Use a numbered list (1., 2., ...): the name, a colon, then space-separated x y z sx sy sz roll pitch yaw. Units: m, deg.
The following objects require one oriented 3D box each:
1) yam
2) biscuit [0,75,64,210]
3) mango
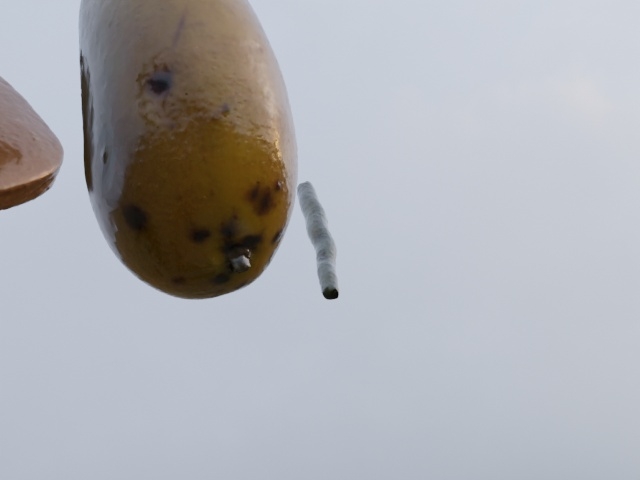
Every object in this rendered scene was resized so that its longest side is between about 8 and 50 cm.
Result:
1. yam: -0.001 -0.001 1.129 0.027 0.234 0.029 11 -64 -13
2. biscuit: -0.288 -0.085 0.795 0.186 0.192 0.036 -14 -42 -45
3. mango: -0.064 -0.061 0.518 0.090 0.178 0.115 0 -16 -34
